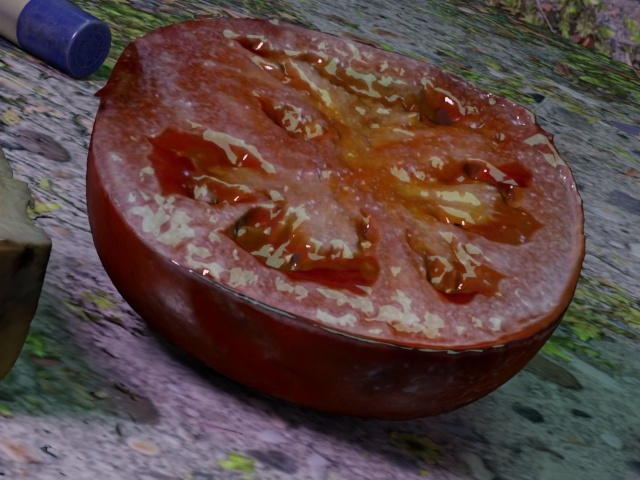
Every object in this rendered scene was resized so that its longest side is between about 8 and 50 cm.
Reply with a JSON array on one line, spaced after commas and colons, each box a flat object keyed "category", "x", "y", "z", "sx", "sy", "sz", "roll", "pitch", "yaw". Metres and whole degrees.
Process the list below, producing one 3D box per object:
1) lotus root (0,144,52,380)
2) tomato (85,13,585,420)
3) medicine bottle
[{"category": "lotus root", "x": -0.232, "y": -0.009, "z": 1.063, "sx": 0.138, "sy": 0.119, "sz": 0.235, "roll": 13, "pitch": 20, "yaw": -21}, {"category": "tomato", "x": -0.002, "y": 0.005, "z": 1.212, "sx": 0.338, "sy": 0.143, "sz": 0.338, "roll": 12, "pitch": 36, "yaw": -9}, {"category": "medicine bottle", "x": -0.289, "y": -0.218, "z": 1.741, "sx": 0.231, "sy": 0.059, "sz": 0.059, "roll": 31, "pitch": 20, "yaw": 30}]
